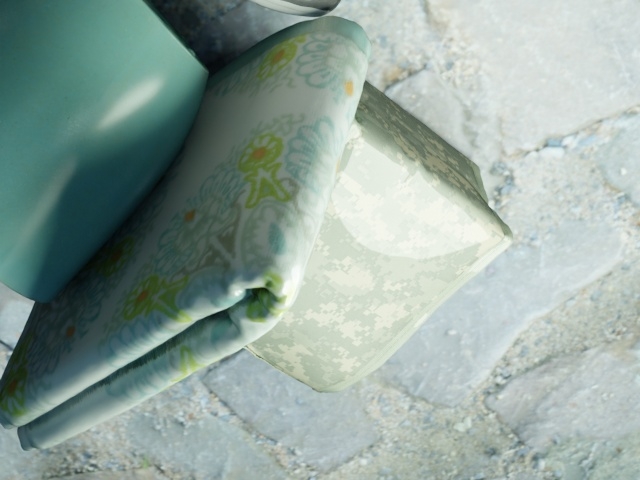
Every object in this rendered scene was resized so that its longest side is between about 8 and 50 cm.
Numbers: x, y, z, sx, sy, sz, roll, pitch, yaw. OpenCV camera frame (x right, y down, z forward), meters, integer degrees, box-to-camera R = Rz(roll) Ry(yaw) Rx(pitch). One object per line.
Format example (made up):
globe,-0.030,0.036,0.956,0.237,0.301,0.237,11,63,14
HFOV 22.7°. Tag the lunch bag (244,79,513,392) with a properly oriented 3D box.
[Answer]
lunch bag,0.000,0.000,1.554,0.235,0.169,0.287,33,112,-32

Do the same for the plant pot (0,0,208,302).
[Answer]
plant pot,-0.238,-0.134,1.334,0.235,0.293,0.293,-41,126,3

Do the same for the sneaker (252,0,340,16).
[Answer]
sneaker,-0.061,-0.323,1.304,0.321,0.125,0.180,33,117,-31

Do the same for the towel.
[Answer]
towel,-0.119,-0.003,1.381,0.090,0.321,0.374,38,133,-25
